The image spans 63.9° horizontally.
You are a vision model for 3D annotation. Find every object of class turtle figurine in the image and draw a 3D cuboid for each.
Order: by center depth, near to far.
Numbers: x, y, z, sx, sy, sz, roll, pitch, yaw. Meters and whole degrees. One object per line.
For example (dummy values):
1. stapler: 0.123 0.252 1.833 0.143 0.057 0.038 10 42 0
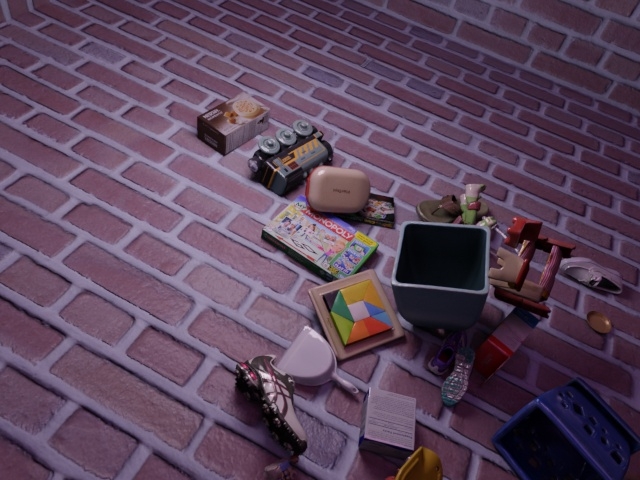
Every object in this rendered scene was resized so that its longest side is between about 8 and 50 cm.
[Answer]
1. turtle figurine: 0.540 -0.039 1.691 0.198 0.275 0.266 24 65 -48

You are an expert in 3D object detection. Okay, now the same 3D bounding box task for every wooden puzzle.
1. wooden puzzle: 0.106 0.204 1.466 0.239 0.044 0.221 -14 68 -26

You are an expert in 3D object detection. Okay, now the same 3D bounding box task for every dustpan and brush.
1. dustpan and brush: 0.009 0.338 1.350 0.211 0.060 0.147 27 63 22

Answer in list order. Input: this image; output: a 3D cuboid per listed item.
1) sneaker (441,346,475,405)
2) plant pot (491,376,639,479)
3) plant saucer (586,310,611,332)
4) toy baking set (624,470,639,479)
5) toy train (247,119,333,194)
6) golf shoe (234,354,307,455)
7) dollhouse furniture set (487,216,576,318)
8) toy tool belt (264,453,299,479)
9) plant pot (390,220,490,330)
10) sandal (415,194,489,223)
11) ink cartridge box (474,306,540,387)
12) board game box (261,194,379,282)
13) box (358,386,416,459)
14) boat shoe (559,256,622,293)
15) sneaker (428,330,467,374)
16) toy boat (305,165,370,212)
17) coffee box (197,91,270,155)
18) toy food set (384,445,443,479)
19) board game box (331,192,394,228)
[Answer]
1. sneaker: 0.384 0.379 1.402 0.065 0.076 0.166 19 69 34
2. plant pot: 0.608 0.489 1.255 0.212 0.236 0.236 -19 56 -34
3. plant saucer: 0.894 0.265 1.655 0.083 0.015 0.083 7 49 -8
4. toy baking set: 0.769 0.660 1.281 0.197 0.030 0.256 37 52 14
5. toy train: -0.098 -0.299 1.824 0.190 0.142 0.334 46 52 9
6. golf shoe: -0.098 0.382 1.237 0.120 0.105 0.273 -22 52 -31
7. dollhouse furniture set: 0.547 0.062 1.312 0.152 0.374 0.201 21 84 25
8. toy tool belt: -0.082 0.529 1.173 0.083 0.052 0.051 -17 86 -22
9. plant pot: 0.345 0.124 1.466 0.247 0.252 0.247 4 47 16
10. sandal: 0.474 -0.125 1.837 0.303 0.086 0.120 -9 53 -21
11. ink cartridge box: 0.507 0.297 1.452 0.078 0.134 0.231 42 53 20
12. board game box: 0.000 0.000 1.642 0.317 0.046 0.213 32 51 14
13. box: 0.166 0.454 1.276 0.126 0.072 0.137 15 48 -1
14. boat shoe: 0.927 0.120 1.742 0.226 0.083 0.075 13 47 -3
15. sneaker: 0.373 0.311 1.451 0.068 0.071 0.170 36 51 17
16. toy boat: 0.048 -0.172 1.717 0.231 0.151 0.151 3 12 -24
17. coffee box: -0.320 -0.436 1.900 0.141 0.098 0.246 35 51 16
18. toy food set: 0.193 0.566 1.177 0.218 0.071 0.128 -26 97 -42
19. board game box: 0.129 -0.121 1.790 0.260 0.030 0.136 11 51 -4
